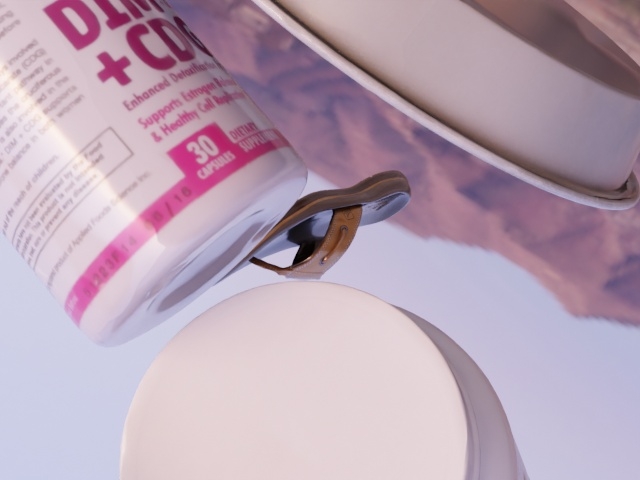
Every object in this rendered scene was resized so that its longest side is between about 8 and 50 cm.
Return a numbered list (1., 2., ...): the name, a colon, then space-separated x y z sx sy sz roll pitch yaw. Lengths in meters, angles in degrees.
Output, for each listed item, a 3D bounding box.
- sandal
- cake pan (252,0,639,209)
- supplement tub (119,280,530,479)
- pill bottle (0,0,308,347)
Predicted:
1. sandal: 0.000 0.000 1.196 0.219 0.090 0.060 -19 -105 -44
2. cake pan: 0.058 -0.125 0.752 0.293 0.054 0.293 31 -161 -12
3. supplement tub: 0.017 0.167 0.911 0.228 0.228 0.316 34 169 23
4. pill bottle: -0.154 -0.092 0.840 0.283 0.160 0.160 49 -171 7
